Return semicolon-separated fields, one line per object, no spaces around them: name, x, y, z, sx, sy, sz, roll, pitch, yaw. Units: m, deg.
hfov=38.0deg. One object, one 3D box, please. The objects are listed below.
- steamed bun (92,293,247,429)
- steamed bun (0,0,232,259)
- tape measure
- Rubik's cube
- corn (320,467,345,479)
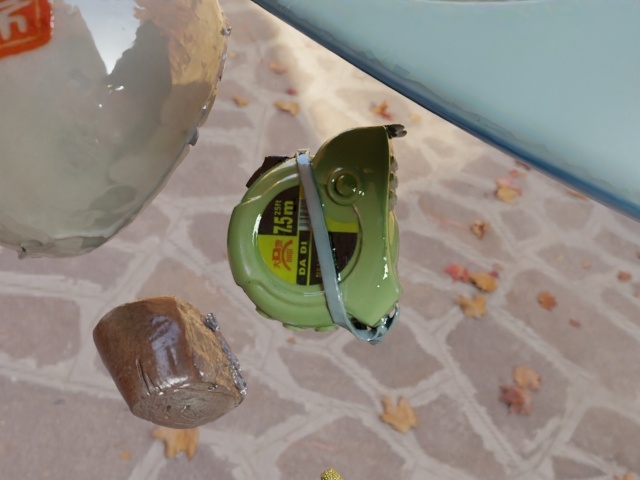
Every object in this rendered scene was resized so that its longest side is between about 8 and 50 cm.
steamed bun;-0.161;0.138;1.056;0.145;0.106;0.175;55;18;28
steamed bun;-0.283;-0.175;0.971;0.241;0.374;0.374;33;26;-31
tape measure;0.000;0.000;0.774;0.154;0.177;0.087;-4;-9;8
Rubik's cube;0.153;-0.244;0.592;0.347;0.352;0.351;29;12;-2
corn;0.033;0.318;1.152;0.027;0.028;0.083;-41;90;-29
